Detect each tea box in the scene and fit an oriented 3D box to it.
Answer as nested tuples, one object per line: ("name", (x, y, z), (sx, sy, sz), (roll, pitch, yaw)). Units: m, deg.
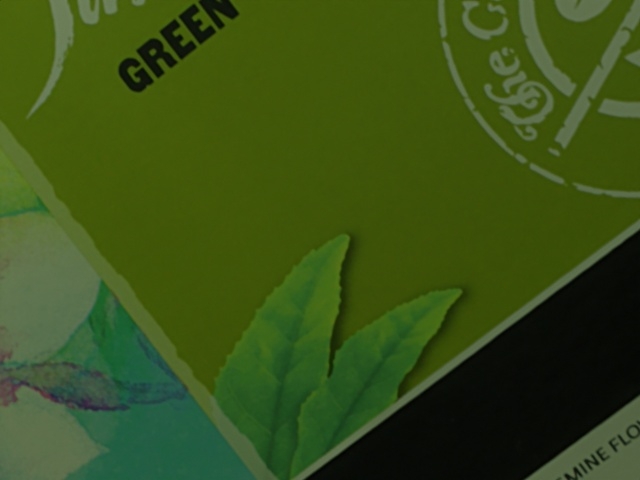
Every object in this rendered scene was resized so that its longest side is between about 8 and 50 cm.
("tea box", (0.000, 0.000, 0.588), (0.329, 0.323, 0.220), (-38, 0, 7))
